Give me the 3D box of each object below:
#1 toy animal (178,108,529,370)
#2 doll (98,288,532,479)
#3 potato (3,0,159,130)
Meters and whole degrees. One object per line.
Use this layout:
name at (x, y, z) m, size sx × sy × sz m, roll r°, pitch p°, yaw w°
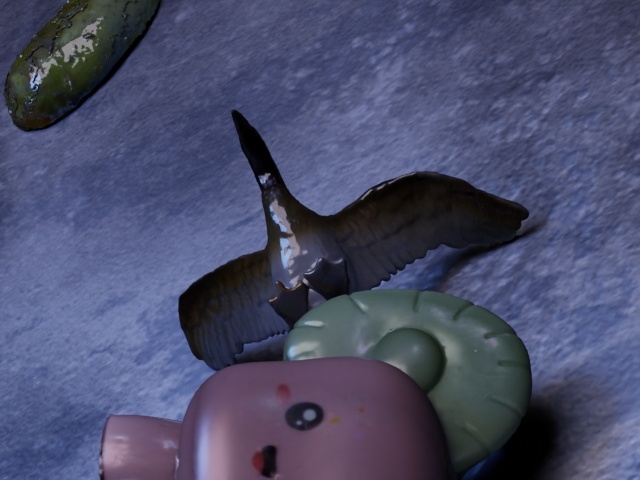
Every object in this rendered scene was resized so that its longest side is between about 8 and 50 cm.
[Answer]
toy animal at (-0.001, 0.002, 1.273) m, size 0.273 × 0.197 × 0.160 m, roll -25°, pitch 27°, yaw 8°
doll at (0.003, 0.167, 1.144) m, size 0.268 × 0.216 × 0.284 m, roll -3°, pitch 64°, yaw 7°
potato at (-0.235, -0.193, 1.786) m, size 0.198 × 0.054 × 0.119 m, roll -43°, pitch 35°, yaw -4°
